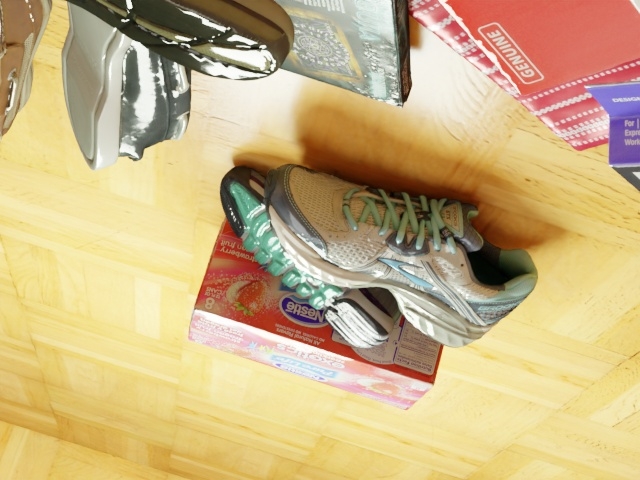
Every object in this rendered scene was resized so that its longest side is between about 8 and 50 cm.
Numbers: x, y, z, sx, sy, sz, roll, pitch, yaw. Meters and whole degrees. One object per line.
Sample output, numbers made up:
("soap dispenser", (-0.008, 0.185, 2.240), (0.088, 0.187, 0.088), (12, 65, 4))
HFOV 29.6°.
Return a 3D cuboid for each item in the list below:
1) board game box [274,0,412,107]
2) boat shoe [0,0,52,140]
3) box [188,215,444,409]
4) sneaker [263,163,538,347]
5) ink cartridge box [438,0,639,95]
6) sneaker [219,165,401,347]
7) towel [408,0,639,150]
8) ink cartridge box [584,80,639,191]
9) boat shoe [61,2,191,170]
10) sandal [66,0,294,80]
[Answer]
("board game box", (0.001, -0.155, 0.836), (0.126, 0.026, 0.186), (19, 166, 10))
("boat shoe", (-0.292, -0.148, 0.986), (0.123, 0.116, 0.324), (18, 157, -3))
("box", (0.001, 0.072, 1.270), (0.257, 0.128, 0.122), (18, 157, -3))
("sneaker", (0.079, -0.009, 1.102), (0.283, 0.110, 0.122), (27, 138, -28))
("ink cartridge box", (0.147, -0.173, 0.623), (0.261, 0.066, 0.296), (-18, 140, 34))
("sneaker", (0.000, 0.000, 1.190), (0.223, 0.098, 0.083), (47, 145, -7))
("towel", (0.162, -0.144, 0.791), (0.275, 0.031, 0.199), (32, 154, -32))
("ink cartridge box", (0.308, -0.058, 0.809), (0.206, 0.045, 0.208), (-1, 163, 35))
("boat shoe", (-0.132, -0.165, 0.878), (0.091, 0.114, 0.302), (-19, 160, -22))
("sandal", (-0.145, -0.193, 0.695), (0.303, 0.086, 0.120), (28, 168, -19))
